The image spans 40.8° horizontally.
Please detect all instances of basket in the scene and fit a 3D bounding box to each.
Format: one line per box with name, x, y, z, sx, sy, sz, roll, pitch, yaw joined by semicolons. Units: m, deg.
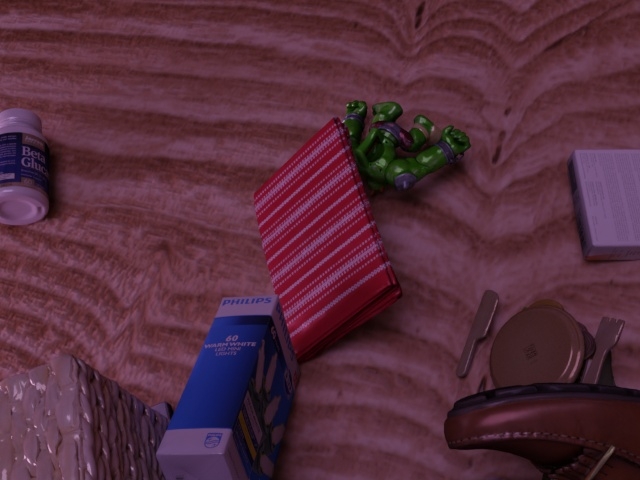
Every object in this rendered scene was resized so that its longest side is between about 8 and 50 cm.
basket;-0.307;0.339;0.888;0.329;0.266;0.331;-22;49;6

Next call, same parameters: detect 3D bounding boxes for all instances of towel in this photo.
towel;0.000;0.000;1.119;0.199;0.031;0.274;-40;52;34

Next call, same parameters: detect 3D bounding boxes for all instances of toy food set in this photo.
toy food set;0.256;0.132;1.000;0.192;0.039;0.132;13;76;50

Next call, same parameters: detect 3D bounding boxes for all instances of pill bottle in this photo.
pill bottle;-0.467;-0.117;1.325;0.094;0.094;0.169;-15;60;8

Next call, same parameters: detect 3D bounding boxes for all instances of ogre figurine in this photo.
ogre figurine;0.091;-0.130;1.177;0.197;0.096;0.118;35;64;16

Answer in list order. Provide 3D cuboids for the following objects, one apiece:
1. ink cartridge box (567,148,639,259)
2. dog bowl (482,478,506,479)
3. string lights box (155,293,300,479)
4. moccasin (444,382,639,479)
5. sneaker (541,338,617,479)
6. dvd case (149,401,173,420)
ink cartridge box;0.412;-0.047;1.085;0.180;0.045;0.145;1;61;-4
dog bowl;0.215;0.386;0.851;0.166;0.074;0.297;-17;55;-26
string lights box;-0.095;0.191;0.974;0.077;0.133;0.259;-5;33;15
moccasin;0.301;0.228;0.849;0.380;0.139;0.146;16;73;-17
sneaker;0.313;0.209;0.960;0.086;0.064;0.192;20;65;9
dvd case;-0.242;0.340;1.059;0.179;0.029;0.238;-23;59;4
